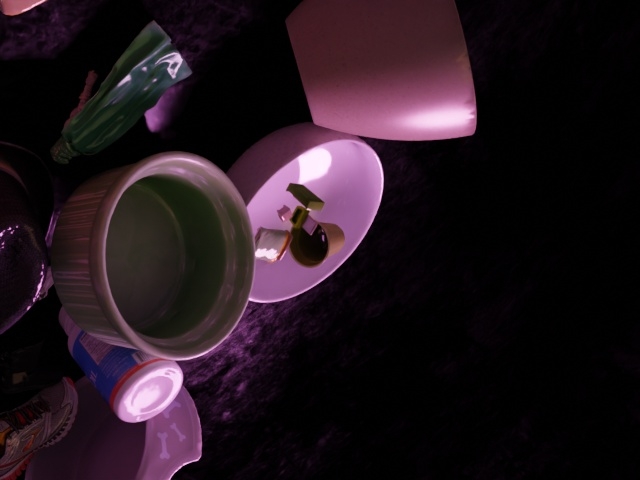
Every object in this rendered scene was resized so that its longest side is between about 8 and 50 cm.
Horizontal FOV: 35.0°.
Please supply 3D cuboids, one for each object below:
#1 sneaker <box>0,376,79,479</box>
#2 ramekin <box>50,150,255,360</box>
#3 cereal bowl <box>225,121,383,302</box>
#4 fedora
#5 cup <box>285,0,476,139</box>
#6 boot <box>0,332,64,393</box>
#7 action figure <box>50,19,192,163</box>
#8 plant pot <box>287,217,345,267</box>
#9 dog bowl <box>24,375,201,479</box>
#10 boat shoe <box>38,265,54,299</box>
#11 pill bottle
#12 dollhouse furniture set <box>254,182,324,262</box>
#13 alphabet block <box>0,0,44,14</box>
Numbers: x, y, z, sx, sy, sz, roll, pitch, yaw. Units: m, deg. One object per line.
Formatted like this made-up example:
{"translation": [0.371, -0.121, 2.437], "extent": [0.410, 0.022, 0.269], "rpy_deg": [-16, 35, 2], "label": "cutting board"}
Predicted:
{"translation": [-0.501, 0.320, 1.719], "extent": [0.225, 0.088, 0.093], "rpy_deg": [-47, 144, -2], "label": "sneaker"}
{"translation": [-0.252, 0.023, 1.515], "extent": [0.303, 0.148, 0.303], "rpy_deg": [2, 87, -50], "label": "ramekin"}
{"translation": [-0.061, -0.065, 1.756], "extent": [0.339, 0.141, 0.339], "rpy_deg": [-29, 143, -25], "label": "cereal bowl"}
{"translation": [-0.477, 0.031, 1.384], "extent": [0.334, 0.152, 0.334], "rpy_deg": [-29, 142, -25], "label": "fedora"}
{"translation": [0.080, -0.291, 1.565], "extent": [0.236, 0.331, 0.331], "rpy_deg": [-16, 143, 1], "label": "cup"}
{"translation": [-0.470, 0.197, 1.666], "extent": [0.121, 0.045, 0.099], "rpy_deg": [-10, 129, -42], "label": "boot"}
{"translation": [-0.294, -0.196, 1.430], "extent": [0.232, 0.063, 0.137], "rpy_deg": [-47, 149, -6], "label": "action figure"}
{"translation": [0.000, 0.000, 1.706], "extent": [0.079, 0.083, 0.083], "rpy_deg": [-13, 136, -58], "label": "plant pot"}
{"translation": [-0.363, 0.375, 1.719], "extent": [0.349, 0.349, 0.102], "rpy_deg": [-50, 135, 5], "label": "dog bowl"}
{"translation": [-0.440, 0.078, 1.580], "extent": [0.100, 0.035, 0.035], "rpy_deg": [-36, 145, -15], "label": "boat shoe"}
{"translation": [-0.330, 0.178, 1.637], "extent": [0.124, 0.221, 0.124], "rpy_deg": [-28, 142, -25], "label": "pill bottle"}
{"translation": [-0.053, -0.014, 1.639], "extent": [0.076, 0.058, 0.152], "rpy_deg": [6, 121, -49], "label": "dollhouse furniture set"}
{"translation": [-0.319, -0.395, 1.083], "extent": [0.193, 0.192, 0.197], "rpy_deg": [-31, 143, -19], "label": "alphabet block"}
